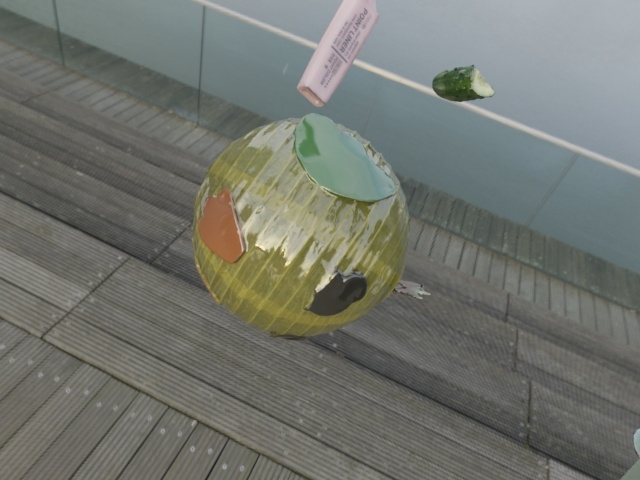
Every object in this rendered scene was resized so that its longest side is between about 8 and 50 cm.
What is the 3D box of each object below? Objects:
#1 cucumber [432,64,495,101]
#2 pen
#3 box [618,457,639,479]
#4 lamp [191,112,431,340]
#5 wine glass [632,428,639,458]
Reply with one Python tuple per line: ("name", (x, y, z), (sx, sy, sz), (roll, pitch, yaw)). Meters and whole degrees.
("cucumber", (0.227, -0.252, 0.778), (0.067, 0.035, 0.107), (36, -11, -30))
("pen", (0.033, -0.259, 0.590), (0.053, 0.032, 0.197), (35, 75, -31))
("box", (0.413, 0.399, 0.414), (0.367, 0.373, 0.090), (41, 8, 26))
("lamp", (0.000, 0.000, 0.529), (0.284, 0.250, 0.250), (31, 42, -6))
("wine glass", (0.596, 0.328, 0.747), (0.074, 0.155, 0.073), (12, 56, -19))
